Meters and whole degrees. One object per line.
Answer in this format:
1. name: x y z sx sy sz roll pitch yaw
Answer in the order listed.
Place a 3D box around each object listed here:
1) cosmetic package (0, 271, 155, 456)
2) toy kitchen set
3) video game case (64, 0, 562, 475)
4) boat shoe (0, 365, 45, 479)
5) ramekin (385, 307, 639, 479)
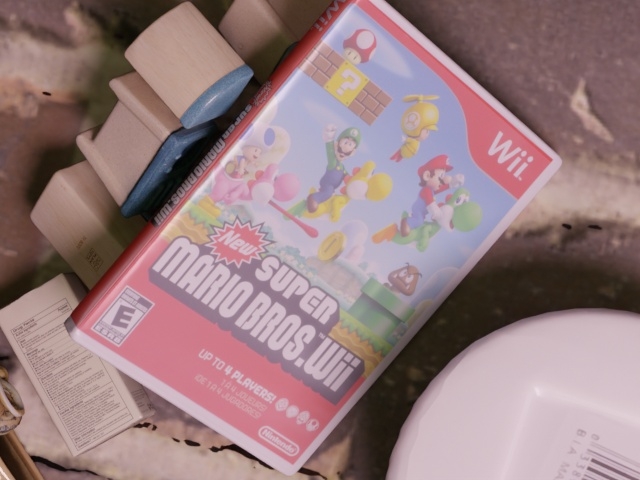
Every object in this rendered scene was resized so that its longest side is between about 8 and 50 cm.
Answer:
1. cosmetic package: -0.169 0.085 1.207 0.060 0.041 0.115 -29 86 8
2. toy kitchen set: -0.065 -0.059 1.179 0.122 0.166 0.207 49 132 12
3. video game case: 0.000 0.000 1.131 0.204 0.025 0.285 37 96 -33
4. boat shoe: -0.218 0.155 1.191 0.089 0.104 0.285 -21 97 3
5. ramekin: 0.166 0.175 1.061 0.277 0.135 0.277 -3 64 7
